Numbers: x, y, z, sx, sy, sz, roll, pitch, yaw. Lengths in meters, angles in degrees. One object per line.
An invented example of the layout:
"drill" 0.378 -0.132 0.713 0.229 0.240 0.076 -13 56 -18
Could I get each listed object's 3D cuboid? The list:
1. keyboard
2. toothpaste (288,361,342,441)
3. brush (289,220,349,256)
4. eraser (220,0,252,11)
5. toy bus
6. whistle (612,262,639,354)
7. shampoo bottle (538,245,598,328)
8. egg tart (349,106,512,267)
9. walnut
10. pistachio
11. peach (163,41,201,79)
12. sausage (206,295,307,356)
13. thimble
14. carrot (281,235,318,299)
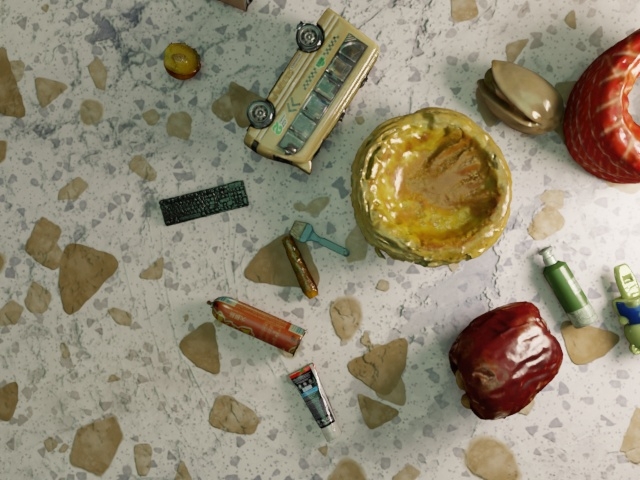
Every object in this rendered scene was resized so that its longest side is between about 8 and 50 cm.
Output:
"keyboard" -0.301 -0.096 1.439 0.231 0.023 0.072 -13 92 5
"toothpaste" -0.006 0.410 1.418 0.071 0.045 0.193 -28 83 -3
"brush" 0.000 0.000 1.420 0.164 0.014 0.051 27 95 3
"eraser" -0.287 -0.711 1.394 0.291 0.087 0.171 23 90 3
"toy bus" -0.025 -0.344 1.335 0.202 0.177 0.365 33 93 -3
"whistle" 0.753 0.164 1.325 0.105 0.085 0.227 -19 89 -4
"shampoo bottle" 0.592 0.109 1.351 0.065 0.065 0.204 -30 89 5
"egg tart" 0.253 -0.118 1.322 0.388 0.169 0.387 0 88 2
"walnut" 0.438 0.289 1.304 0.269 0.221 0.243 -29 121 -3
"pistachio" 0.473 -0.336 1.318 0.215 0.144 0.144 45 94 9
"peach" -0.350 -0.449 1.417 0.098 0.061 0.098 3 75 -12
"sausage" -0.168 0.205 1.411 0.264 0.083 0.083 23 93 6
"thimble" 0.745 -0.294 1.245 0.350 0.230 0.350 0 93 5
"carrot" -0.053 0.067 1.411 0.042 0.042 0.170 -25 90 5
